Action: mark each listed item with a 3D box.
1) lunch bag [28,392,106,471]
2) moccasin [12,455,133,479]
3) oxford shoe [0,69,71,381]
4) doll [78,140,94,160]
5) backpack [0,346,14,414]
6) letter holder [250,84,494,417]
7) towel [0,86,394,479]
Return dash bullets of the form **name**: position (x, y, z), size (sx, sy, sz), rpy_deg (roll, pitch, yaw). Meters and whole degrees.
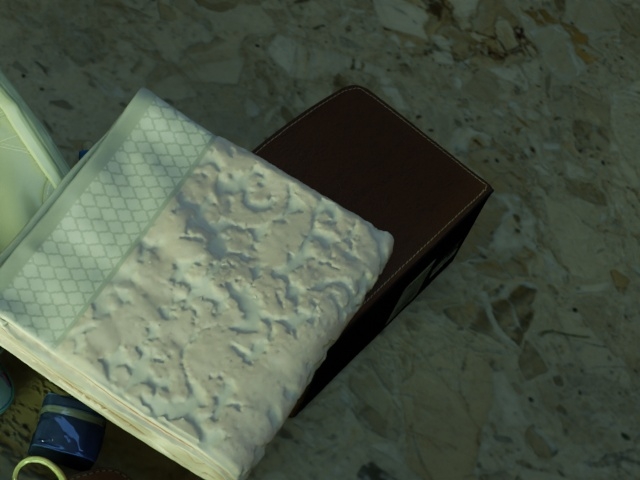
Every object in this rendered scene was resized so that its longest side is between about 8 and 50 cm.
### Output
- **lunch bag**: position (-0.248, 0.186, 1.814), size (0.067, 0.098, 0.065), rpy_deg (18, 73, -9)
- **moccasin**: position (-0.275, 0.286, 1.650), size (0.380, 0.147, 0.139), rpy_deg (-14, 68, -57)
- **oxford shoe**: position (-0.331, -0.038, 1.895), size (0.130, 0.169, 0.449), rpy_deg (-29, 75, -25)
- **doll**: position (-0.210, -0.067, 1.993), size (0.129, 0.046, 0.189), rpy_deg (44, 39, 12)
- **backpack**: position (-0.385, 0.118, 1.771), size (0.188, 0.144, 0.166), rpy_deg (56, 27, 10)
- **letter holder**: position (0.000, 0.000, 1.985), size (0.214, 0.152, 0.302), rpy_deg (40, 55, 11)
- **towel**: position (-0.130, 0.036, 1.792), size (0.317, 0.053, 0.332), rpy_deg (32, 57, 4)
